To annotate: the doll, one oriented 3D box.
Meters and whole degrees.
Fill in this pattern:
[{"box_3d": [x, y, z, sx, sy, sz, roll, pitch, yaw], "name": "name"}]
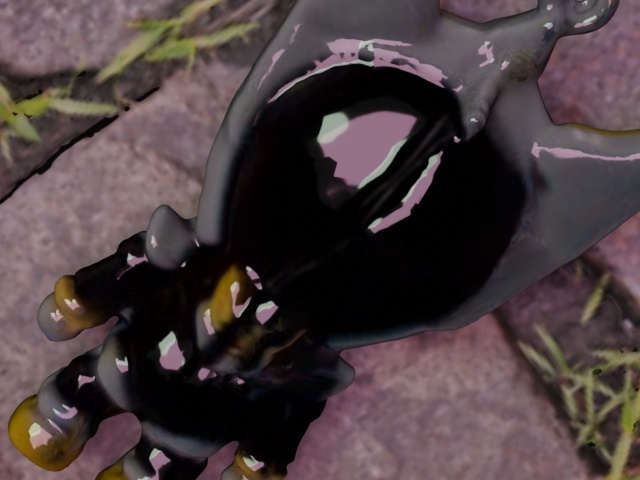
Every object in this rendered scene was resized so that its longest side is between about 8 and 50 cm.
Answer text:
[{"box_3d": [0.003, 0.003, 0.668, 0.316, 0.103, 0.145, -44, 77, 16], "name": "doll"}]
